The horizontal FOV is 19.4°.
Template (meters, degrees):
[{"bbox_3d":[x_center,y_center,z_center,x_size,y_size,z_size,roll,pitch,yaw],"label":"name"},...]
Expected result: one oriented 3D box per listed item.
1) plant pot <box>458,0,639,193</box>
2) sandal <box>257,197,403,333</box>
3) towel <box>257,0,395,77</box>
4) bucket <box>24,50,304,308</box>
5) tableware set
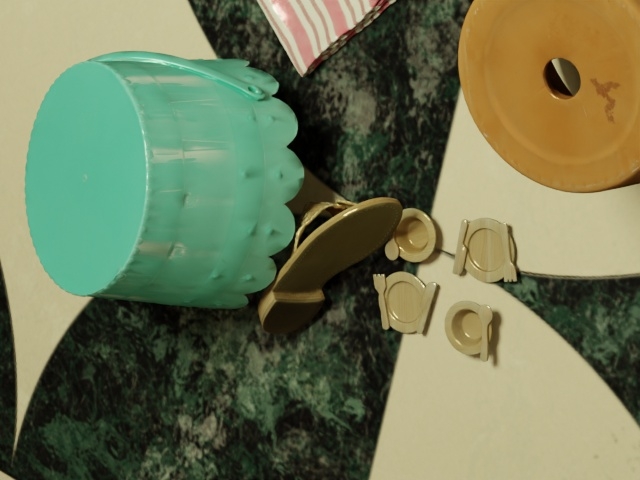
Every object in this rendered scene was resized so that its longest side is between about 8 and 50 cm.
[{"bbox_3d":[0.251,-0.168,1.588,0.291,0.203,0.291,18,121,32],"label":"plant pot"},{"bbox_3d":[-0.006,0.000,1.927,0.240,0.088,0.079,-51,46,42],"label":"sandal"},{"bbox_3d":[0.006,-0.277,1.897,0.197,0.029,0.144,-39,74,35],"label":"towel"},{"bbox_3d":[-0.170,-0.062,1.931,0.281,0.183,0.281,-3,86,51],"label":"bucket"},{"bbox_3d":[0.122,0.038,1.875,0.168,0.020,0.141,14,107,34],"label":"tableware set"}]
